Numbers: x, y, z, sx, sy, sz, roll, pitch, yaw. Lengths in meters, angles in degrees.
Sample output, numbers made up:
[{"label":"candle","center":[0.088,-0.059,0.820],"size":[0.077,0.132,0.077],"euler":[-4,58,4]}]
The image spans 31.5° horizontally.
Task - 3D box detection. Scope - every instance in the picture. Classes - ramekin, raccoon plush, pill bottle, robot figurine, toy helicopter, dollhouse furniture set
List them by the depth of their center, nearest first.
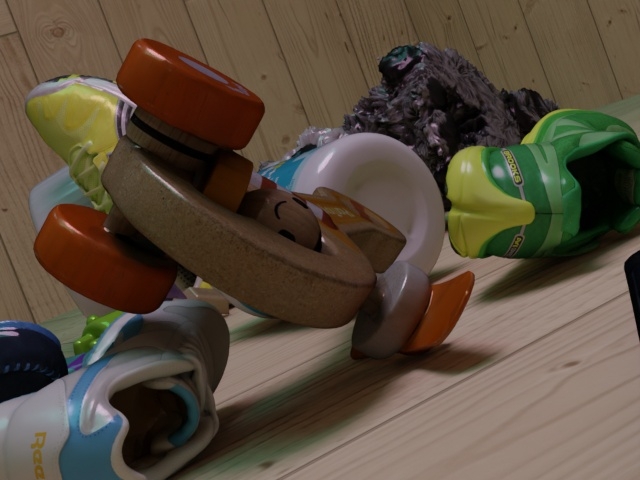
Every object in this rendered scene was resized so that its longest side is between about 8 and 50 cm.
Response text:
[{"label":"toy helicopter","center":[0.000,0.000,0.743],"size":[0.140,0.235,0.355],"euler":[-61,-15,9]},{"label":"pill bottle","center":[-0.016,-0.004,1.063],"size":[0.146,0.146,0.264],"euler":[-23,4,-34]},{"label":"robot figurine","center":[-0.188,0.099,1.120],"size":[0.101,0.067,0.115],"euler":[-4,13,40]},{"label":"dollhouse furniture set","center":[-0.153,0.104,1.323],"size":[0.114,0.091,0.081],"euler":[7,-62,-48]},{"label":"raccoon plush","center":[0.135,-0.066,1.492],"size":[0.446,0.216,0.299],"euler":[16,-40,-43]},{"label":"ramekin","center":[-0.305,0.005,1.646],"size":[0.135,0.277,0.277],"euler":[-28,4,0]}]

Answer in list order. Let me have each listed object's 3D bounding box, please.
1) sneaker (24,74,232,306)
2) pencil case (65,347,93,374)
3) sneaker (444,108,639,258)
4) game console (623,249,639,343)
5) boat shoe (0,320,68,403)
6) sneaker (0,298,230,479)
[{"label":"sneaker","center":[-0.229,-0.062,1.438],"size":[0.147,0.385,0.145],"euler":[-49,-3,-44]},{"label":"pencil case","center":[-0.167,0.108,0.904],"size":[0.152,0.064,0.070],"euler":[-20,20,5]},{"label":"sneaker","center":[0.200,-0.037,0.877],"size":[0.124,0.109,0.295],"euler":[7,17,30]},{"label":"game console","center":[0.225,-0.068,0.447],"size":[0.250,0.173,0.293],"euler":[-20,3,15]},{"label":"boat shoe","center":[-0.255,0.146,0.684],"size":[0.258,0.089,0.109],"euler":[-35,-45,13]},{"label":"sneaker","center":[-0.097,0.094,0.664],"size":[0.092,0.087,0.229],"euler":[-10,14,22]}]
